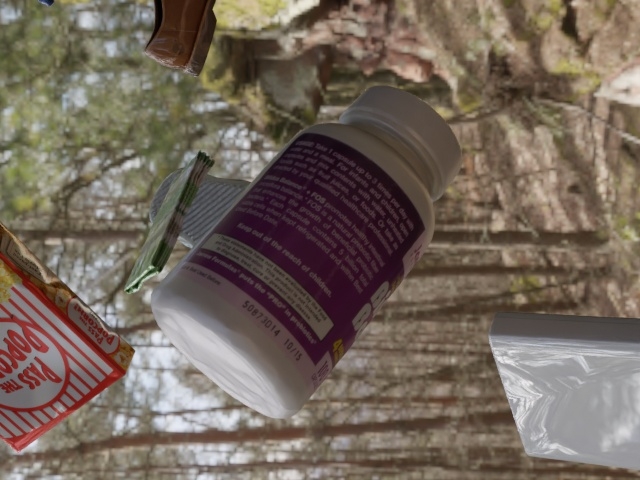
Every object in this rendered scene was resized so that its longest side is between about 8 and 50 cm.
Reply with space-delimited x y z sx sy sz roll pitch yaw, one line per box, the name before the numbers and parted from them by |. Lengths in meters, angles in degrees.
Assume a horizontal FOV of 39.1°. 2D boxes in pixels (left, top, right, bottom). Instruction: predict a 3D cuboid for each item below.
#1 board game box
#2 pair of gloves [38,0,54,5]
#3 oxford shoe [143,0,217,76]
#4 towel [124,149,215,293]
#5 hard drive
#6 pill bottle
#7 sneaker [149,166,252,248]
board game box | -0.289 0.084 0.814 0.193 0.146 0.045 47 -161 -18
pair of gloves | -0.245 -0.324 0.958 0.198 0.159 0.023 -55 -52 -16
oxford shoe | -0.140 -0.289 0.967 0.076 0.076 0.212 175 109 -71
towel | -0.168 -0.018 1.004 0.113 0.023 0.152 -34 33 59
hard drive | 0.374 0.170 0.940 0.047 0.353 0.233 -65 -36 -38
pill bottle | 0.000 0.000 0.832 0.301 0.169 0.169 -50 -17 -22
sneaker | -0.089 -0.002 1.202 0.135 0.150 0.366 -59 38 2
